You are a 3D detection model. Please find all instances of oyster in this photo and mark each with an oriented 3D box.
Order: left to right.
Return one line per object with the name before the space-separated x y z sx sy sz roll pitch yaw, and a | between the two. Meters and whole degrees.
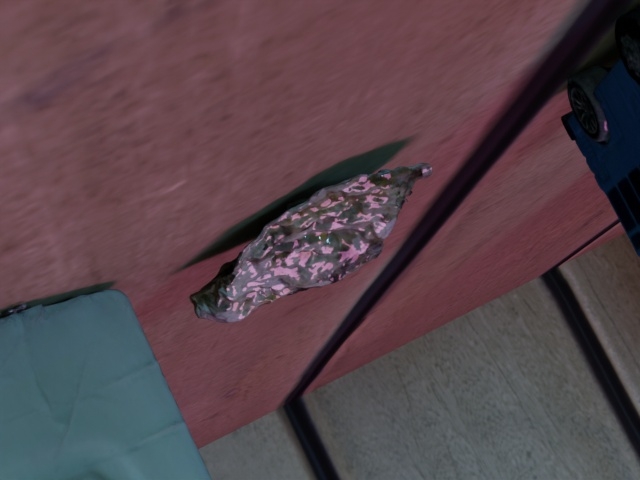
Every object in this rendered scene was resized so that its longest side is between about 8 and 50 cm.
oyster | -0.001 0.000 0.683 0.098 0.037 0.100 -24 172 -30

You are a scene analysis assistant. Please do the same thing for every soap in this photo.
soap | -0.093 0.175 0.591 0.095 0.289 0.173 -30 172 33

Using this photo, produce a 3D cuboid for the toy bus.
toy bus | 0.177 -0.057 0.666 0.090 0.106 0.184 -24 172 -7
